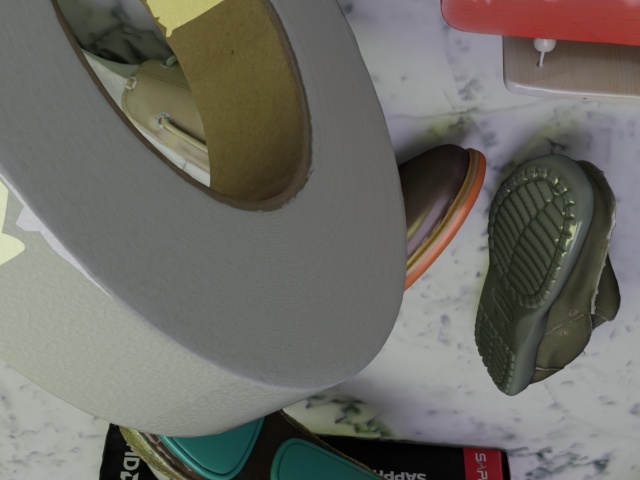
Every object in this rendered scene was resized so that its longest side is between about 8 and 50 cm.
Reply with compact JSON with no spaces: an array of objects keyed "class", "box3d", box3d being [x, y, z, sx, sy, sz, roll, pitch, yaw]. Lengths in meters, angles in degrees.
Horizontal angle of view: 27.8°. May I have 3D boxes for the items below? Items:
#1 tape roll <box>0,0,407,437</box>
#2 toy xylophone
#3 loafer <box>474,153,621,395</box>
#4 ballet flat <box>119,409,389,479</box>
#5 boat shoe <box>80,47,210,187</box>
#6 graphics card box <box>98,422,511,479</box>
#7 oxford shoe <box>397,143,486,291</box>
[{"class":"tape roll","box3d":[-0.090,-0.096,0.639,0.072,0.392,0.392,-27,129,25]},{"class":"toy xylophone","box3d":[0.153,-0.218,0.718,0.236,0.081,0.322,-1,135,4]},{"class":"loafer","box3d":[0.177,0.022,0.969,0.087,0.094,0.251,-16,148,-16]},{"class":"ballet flat","box3d":[-0.068,0.178,1.043,0.348,0.123,0.123,38,126,-15]},{"class":"boat shoe","box3d":[-0.104,-0.073,0.858,0.302,0.113,0.103,42,91,-16]},{"class":"graphics card box","box3d":[-0.023,0.284,1.228,0.371,0.094,0.232,6,135,-3]},{"class":"oxford shoe","box3d":[0.000,0.000,0.940,0.271,0.097,0.098,-34,119,31]}]
